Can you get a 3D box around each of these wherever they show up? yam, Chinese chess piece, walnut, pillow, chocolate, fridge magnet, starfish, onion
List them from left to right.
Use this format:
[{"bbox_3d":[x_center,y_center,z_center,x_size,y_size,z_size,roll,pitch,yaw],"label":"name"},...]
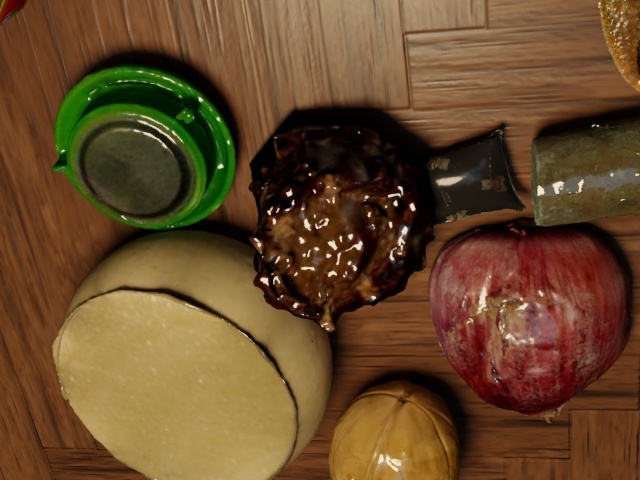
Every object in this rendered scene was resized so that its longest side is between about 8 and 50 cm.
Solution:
[{"bbox_3d":[-0.197,-0.097,1.093,0.208,0.088,0.208,4,126,6],"label":"fridge magnet"},{"bbox_3d":[-0.152,0.151,1.186,0.338,0.140,0.338,10,126,15],"label":"Chinese chess piece"},{"bbox_3d":[0.000,0.000,1.031,0.224,0.177,0.206,41,130,-4],"label":"chocolate"},{"bbox_3d":[0.092,0.270,1.221,0.165,0.165,0.197,10,130,5],"label":"walnut"},{"bbox_3d":[0.140,-0.058,1.074,0.150,0.048,0.090,-15,125,21],"label":"pillow"},{"bbox_3d":[0.241,0.120,1.122,0.227,0.120,0.284,-6,120,20],"label":"onion"},{"bbox_3d":[0.339,-0.077,0.991,0.259,0.106,0.106,-8,119,15],"label":"yam"},{"bbox_3d":[0.321,-0.263,0.917,0.138,0.050,0.247,-13,124,18],"label":"starfish"}]

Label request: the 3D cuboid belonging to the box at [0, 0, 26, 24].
[{"bbox_3d":[-0.416,-0.377,0.966,0.313,0.089,0.197,30,124,-8],"label":"box"}]
